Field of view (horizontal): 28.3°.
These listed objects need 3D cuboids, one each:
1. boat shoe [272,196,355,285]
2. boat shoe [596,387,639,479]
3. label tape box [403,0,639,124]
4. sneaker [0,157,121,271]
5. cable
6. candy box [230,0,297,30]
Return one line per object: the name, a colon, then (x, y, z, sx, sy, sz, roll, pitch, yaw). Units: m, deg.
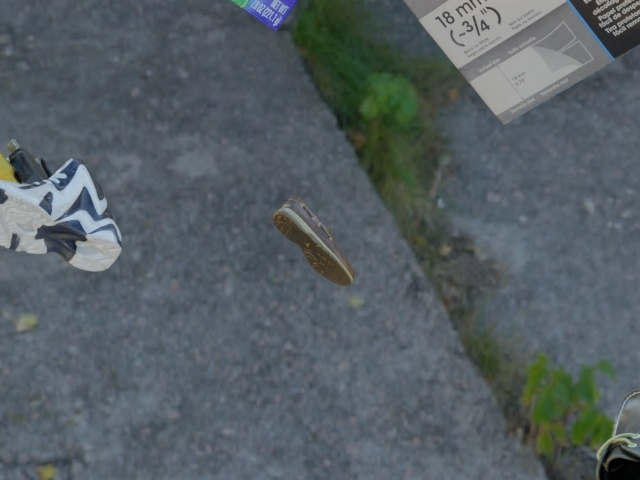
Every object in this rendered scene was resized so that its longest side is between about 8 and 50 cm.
boat shoe: (0.000, 0.000, 2.107, 0.064, 0.178, 0.060, -25, 23, 52)
boat shoe: (0.408, 0.302, 1.632, 0.091, 0.109, 0.305, 35, 42, -19)
label tape box: (0.195, -0.320, 1.348, 0.240, 0.334, 0.106, -30, 18, 39)
sneaker: (-0.386, -0.061, 1.763, 0.235, 0.094, 0.153, 19, 36, -30)
cable: (-0.434, -0.051, 1.968, 0.072, 0.139, 0.287, -39, 65, 8)
candy box: (-0.067, -0.415, 1.261, 0.268, 0.317, 0.122, 29, 9, -39)
